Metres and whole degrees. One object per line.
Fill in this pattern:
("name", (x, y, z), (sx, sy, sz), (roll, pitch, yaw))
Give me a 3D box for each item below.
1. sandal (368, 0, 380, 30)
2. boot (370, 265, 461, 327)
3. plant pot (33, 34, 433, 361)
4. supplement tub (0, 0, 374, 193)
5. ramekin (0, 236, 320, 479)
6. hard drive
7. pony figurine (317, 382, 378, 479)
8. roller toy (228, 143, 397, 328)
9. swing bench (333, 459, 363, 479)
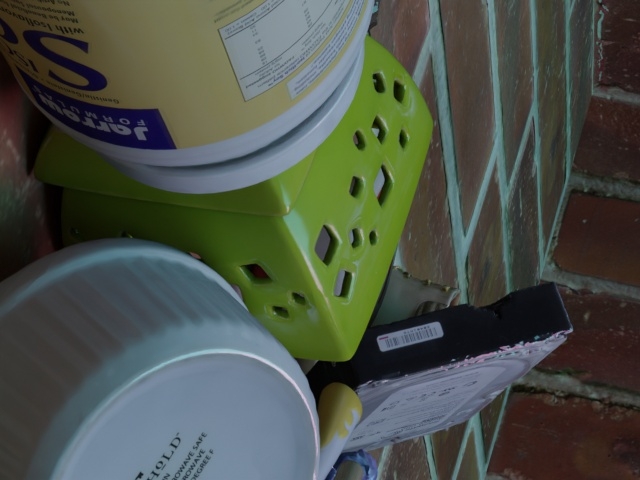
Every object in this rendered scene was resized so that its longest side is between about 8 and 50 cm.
("sandal", (0.024, -0.252, 1.740), (0.303, 0.086, 0.120), (-63, 159, -46))
("boot", (0.081, 0.037, 2.020), (0.077, 0.165, 0.213), (72, 33, -62))
("plant pot", (-0.066, -0.070, 1.292), (0.207, 0.228, 0.227), (69, 36, -54))
("supplement tub", (-0.095, -0.190, 1.037), (0.331, 0.241, 0.241), (70, 34, -63))
("ramekin", (-0.120, 0.145, 1.168), (0.272, 0.127, 0.273), (-17, 119, -33))
("hard drive", (0.089, 0.149, 1.834), (0.339, 0.236, 0.064), (128, -54, -63))
("pony figurine", (-0.072, 0.250, 1.502), (0.351, 0.302, 0.363), (65, 29, -17))
("roller toy", (0.000, 0.000, 1.725), (0.191, 0.146, 0.209), (17, 85, -75))
("swing bench", (0.032, 0.340, 1.223), (0.165, 0.253, 0.255), (-37, -160, 24))
